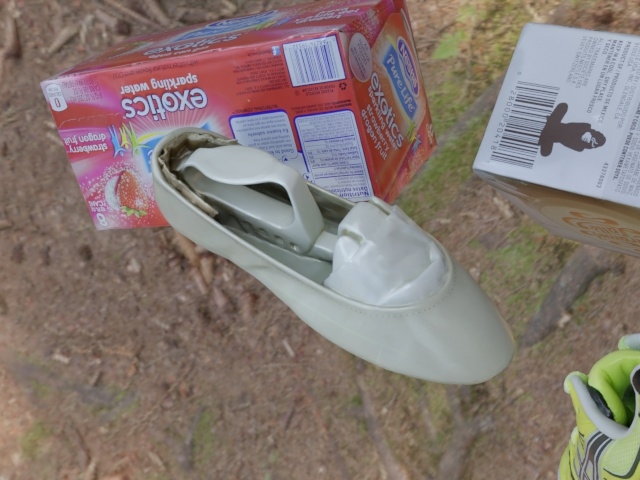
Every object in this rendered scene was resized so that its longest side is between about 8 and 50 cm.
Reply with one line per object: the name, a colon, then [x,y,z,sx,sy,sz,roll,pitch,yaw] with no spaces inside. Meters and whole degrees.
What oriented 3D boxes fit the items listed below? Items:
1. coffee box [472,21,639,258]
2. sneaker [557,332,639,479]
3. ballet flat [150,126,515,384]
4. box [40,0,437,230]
coffee box: [0.231,-0.035,0.528,0.246,0.141,0.098,18,86,37]
sneaker: [0.242,0.132,0.666,0.145,0.385,0.147,-35,81,-9]
ballet flat: [0.000,0.000,0.552,0.248,0.086,0.086,26,117,22]
box: [-0.059,-0.094,0.708,0.256,0.122,0.128,-3,115,29]
